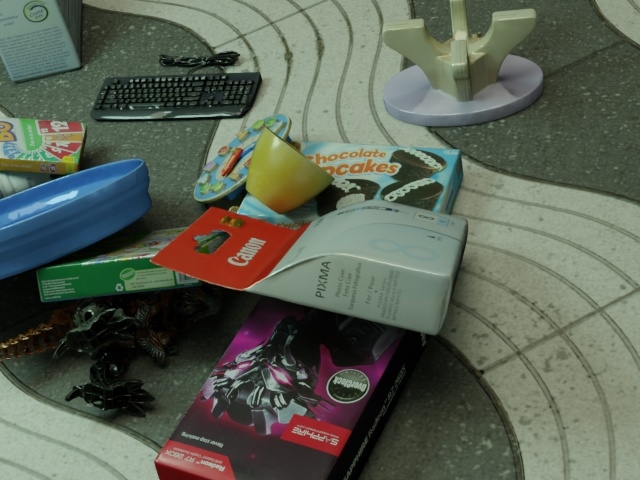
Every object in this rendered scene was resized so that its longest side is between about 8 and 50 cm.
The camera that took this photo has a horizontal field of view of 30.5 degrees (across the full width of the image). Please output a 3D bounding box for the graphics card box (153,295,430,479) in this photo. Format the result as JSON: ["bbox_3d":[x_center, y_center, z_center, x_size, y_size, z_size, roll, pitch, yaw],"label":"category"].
[{"bbox_3d":[-0.027,0.208,1.560,0.233,0.094,0.371,12,47,26],"label":"graphics card box"}]

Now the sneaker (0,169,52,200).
[{"bbox_3d":[-0.578,-0.159,2.116,0.129,0.111,0.297,-20,48,-23],"label":"sneaker"}]

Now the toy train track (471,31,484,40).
[{"bbox_3d":[0.301,-0.373,2.144,0.083,0.014,0.048,-11,43,3],"label":"toy train track"}]

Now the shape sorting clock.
[{"bbox_3d":[-0.131,-0.138,1.937,0.206,0.040,0.206,-31,28,19],"label":"shape sorting clock"}]

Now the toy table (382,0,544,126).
[{"bbox_3d":[0.235,-0.307,1.986,0.274,0.161,0.252,-12,42,1],"label":"toy table"}]

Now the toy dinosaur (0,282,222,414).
[{"bbox_3d":[-0.303,0.138,1.707,0.322,0.164,0.218,-31,26,8],"label":"toy dinosaur"}]

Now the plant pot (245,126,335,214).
[{"bbox_3d":[-0.059,-0.096,1.794,0.095,0.134,0.134,-54,48,5],"label":"plant pot"}]

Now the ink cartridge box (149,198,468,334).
[{"bbox_3d":[0.000,0.000,1.602,0.385,0.091,0.308,14,17,7],"label":"ink cartridge box"}]

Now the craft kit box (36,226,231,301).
[{"bbox_3d":[-0.252,0.028,1.742,0.250,0.061,0.246,-6,7,15],"label":"craft kit box"}]

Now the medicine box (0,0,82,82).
[{"bbox_3d":[-0.587,-0.514,2.337,0.149,0.289,0.263,-13,42,2],"label":"medicine box"}]

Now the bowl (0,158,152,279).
[{"bbox_3d":[-0.443,-0.024,1.814,0.391,0.077,0.391,-19,13,4],"label":"bowl"}]

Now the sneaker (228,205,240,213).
[{"bbox_3d":[-0.147,-0.014,1.880,0.032,0.037,0.083,28,72,-5],"label":"sneaker"}]

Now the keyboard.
[{"bbox_3d":[-0.263,-0.298,2.211,0.317,0.033,0.201,1,44,15],"label":"keyboard"}]

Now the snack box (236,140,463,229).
[{"bbox_3d":[0.049,-0.074,1.862,0.322,0.060,0.187,5,46,20],"label":"snack box"}]

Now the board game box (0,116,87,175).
[{"bbox_3d":[-0.542,-0.167,2.029,0.260,0.039,0.124,2,39,-4],"label":"board game box"}]
